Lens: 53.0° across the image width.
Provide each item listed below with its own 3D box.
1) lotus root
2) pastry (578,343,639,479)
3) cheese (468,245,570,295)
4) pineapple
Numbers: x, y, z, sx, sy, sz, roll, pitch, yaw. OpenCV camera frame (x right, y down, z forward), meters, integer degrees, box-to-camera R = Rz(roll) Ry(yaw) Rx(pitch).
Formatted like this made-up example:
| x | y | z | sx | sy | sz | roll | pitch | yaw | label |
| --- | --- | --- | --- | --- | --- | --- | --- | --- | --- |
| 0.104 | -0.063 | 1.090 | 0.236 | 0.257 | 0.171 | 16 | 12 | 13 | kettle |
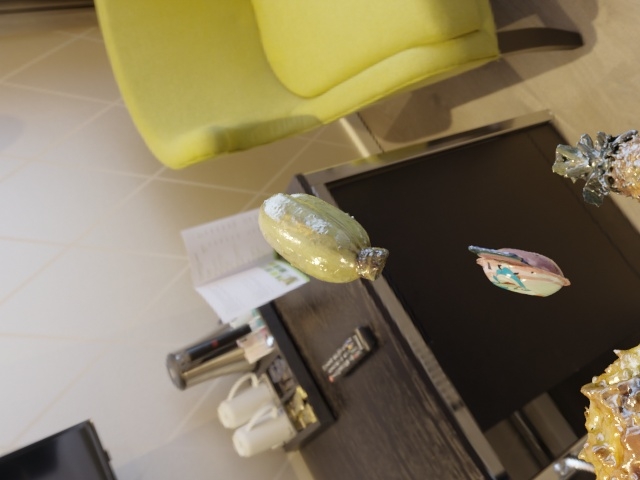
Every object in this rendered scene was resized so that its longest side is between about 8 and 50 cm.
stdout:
| x | y | z | sx | sy | sz | roll | pitch | yaw | label |
| --- | --- | --- | --- | --- | --- | --- | --- | --- | --- |
| 0.000 | 0.001 | 0.733 | 0.183 | 0.090 | 0.077 | 31 | 114 | 38 | lotus root |
| 0.491 | 0.292 | 0.718 | 0.292 | 0.404 | 0.338 | -93 | 11 | -75 | pastry |
| 0.378 | 0.052 | 1.239 | 0.188 | 0.286 | 0.074 | 10 | 82 | 36 | cheese |
| 0.603 | -0.147 | 1.291 | 0.310 | 0.141 | 0.170 | 29 | 96 | 63 | pineapple |
